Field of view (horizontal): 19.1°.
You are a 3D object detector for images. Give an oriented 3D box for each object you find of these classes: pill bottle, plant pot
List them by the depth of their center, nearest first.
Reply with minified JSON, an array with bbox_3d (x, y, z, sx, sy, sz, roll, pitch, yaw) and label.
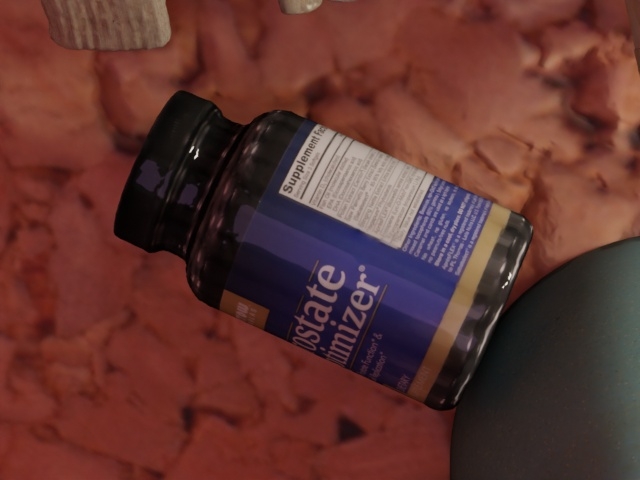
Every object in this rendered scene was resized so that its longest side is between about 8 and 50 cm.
[{"bbox_3d":[0.204,0.160,1.058,0.290,0.195,0.290,3,107,11],"label":"plant pot"},{"bbox_3d":[0.000,0.000,1.088,0.219,0.123,0.123,24,110,4],"label":"pill bottle"}]

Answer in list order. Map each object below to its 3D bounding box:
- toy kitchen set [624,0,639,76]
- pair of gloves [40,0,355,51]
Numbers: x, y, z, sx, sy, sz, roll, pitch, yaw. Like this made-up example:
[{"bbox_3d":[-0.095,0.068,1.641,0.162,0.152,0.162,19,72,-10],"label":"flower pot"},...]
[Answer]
[{"bbox_3d":[0.171,-0.132,1.061,0.075,0.068,0.083,-3,108,41],"label":"toy kitchen set"},{"bbox_3d":[-0.066,-0.200,1.040,0.240,0.042,0.204,-7,135,12],"label":"pair of gloves"}]
